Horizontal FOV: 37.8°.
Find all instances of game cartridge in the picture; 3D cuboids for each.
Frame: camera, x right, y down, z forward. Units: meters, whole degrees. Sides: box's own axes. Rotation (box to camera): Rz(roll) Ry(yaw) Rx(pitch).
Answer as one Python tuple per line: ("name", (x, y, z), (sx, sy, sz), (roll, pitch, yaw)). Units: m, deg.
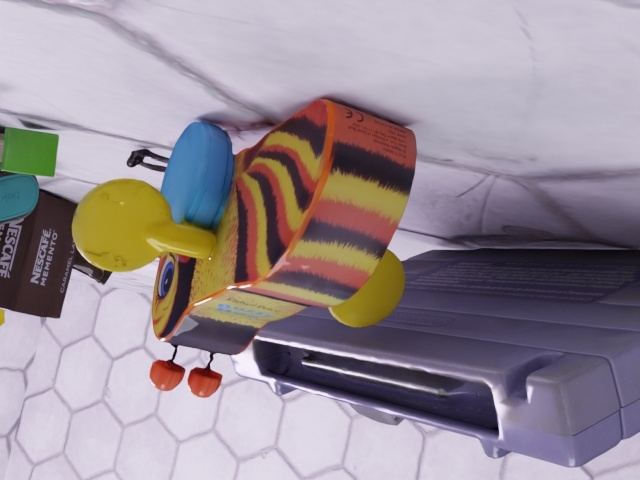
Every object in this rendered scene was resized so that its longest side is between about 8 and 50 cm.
("game cartridge", (0.114, 0.060, 0.637), (0.230, 0.068, 0.355), (-13, -173, -31))

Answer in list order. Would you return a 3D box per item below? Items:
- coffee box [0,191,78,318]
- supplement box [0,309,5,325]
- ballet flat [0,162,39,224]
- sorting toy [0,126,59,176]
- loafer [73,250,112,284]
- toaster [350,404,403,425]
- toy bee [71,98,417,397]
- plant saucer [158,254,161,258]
("coffee box", (-0.418, 0.000, 1.100), (0.246, 0.141, 0.098), (8, 172, 19))
("supplement box", (-0.665, 0.043, 1.350), (0.356, 0.194, 0.195), (11, -156, 9))
("ballet flat", (-0.339, -0.029, 0.807), (0.068, 0.072, 0.213), (14, -161, 27))
("sorting toy", (-0.348, -0.072, 0.707), (0.347, 0.047, 0.196), (7, -179, 34))
("loafer", (-0.437, 0.023, 1.521), (0.220, 0.078, 0.080), (13, 172, -8))
("toaster", (0.067, 0.138, 1.178), (0.186, 0.110, 0.168), (51, 165, -9))
("toy bee", (-0.044, 0.019, 0.568), (0.195, 0.162, 0.298), (11, 173, -6))
("plant saucer", (-0.165, -0.015, 0.898), (0.083, 0.013, 0.083), (43, 158, 22))
